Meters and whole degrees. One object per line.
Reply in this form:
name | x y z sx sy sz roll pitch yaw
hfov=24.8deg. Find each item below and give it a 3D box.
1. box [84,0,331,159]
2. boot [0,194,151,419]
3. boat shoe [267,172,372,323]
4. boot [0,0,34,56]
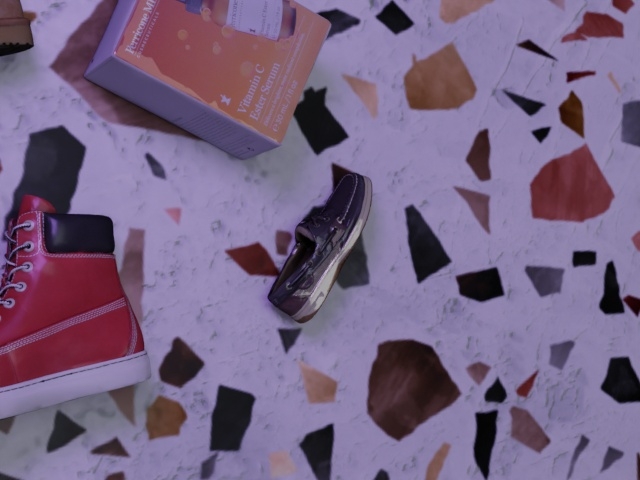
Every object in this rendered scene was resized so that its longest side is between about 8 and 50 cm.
box | -0.100 -0.169 1.288 0.170 0.091 0.130 26 74 -21
boot | -0.270 0.059 1.191 0.244 0.088 0.176 -15 91 -34
boat shoe | 0.000 0.000 1.337 0.049 0.056 0.152 31 73 -25
boot | -0.351 -0.276 1.165 0.236 0.089 0.269 -14 93 -54
